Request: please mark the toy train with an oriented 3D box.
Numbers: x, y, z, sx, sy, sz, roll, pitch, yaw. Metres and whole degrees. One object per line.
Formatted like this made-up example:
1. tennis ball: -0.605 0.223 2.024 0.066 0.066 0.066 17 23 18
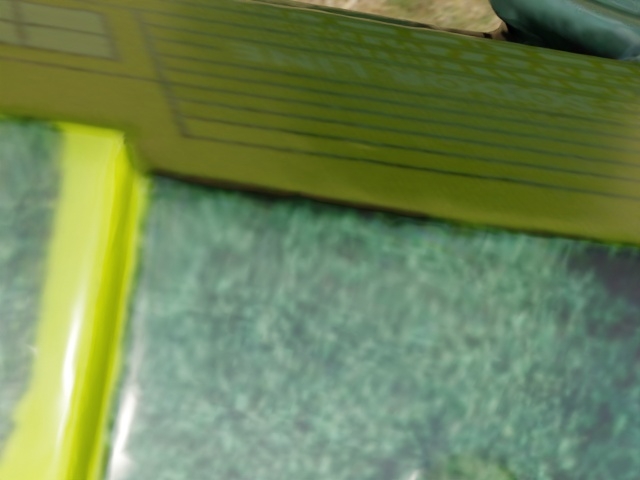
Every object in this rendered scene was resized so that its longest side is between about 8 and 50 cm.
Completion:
1. toy train: 0.000 0.000 0.543 0.442 0.272 0.179 7 115 -17
